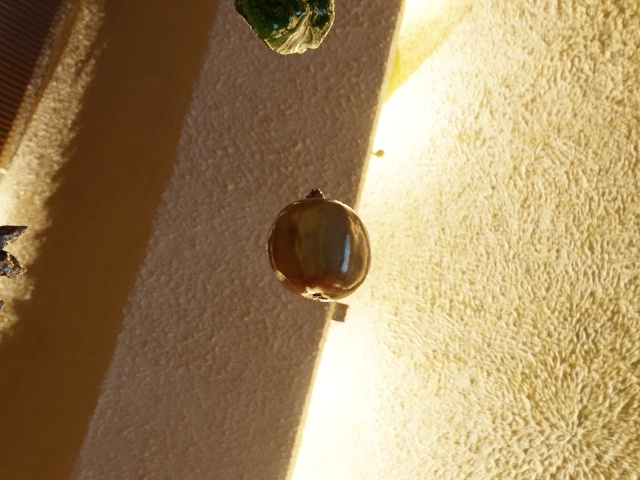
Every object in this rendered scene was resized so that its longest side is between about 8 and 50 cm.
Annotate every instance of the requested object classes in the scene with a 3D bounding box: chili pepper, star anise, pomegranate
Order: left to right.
[{"bbox_3d":[-0.633,0.030,1.065,0.230,0.262,0.081,-19,-152,-18],"label":"star anise"},{"bbox_3d":[-0.027,-0.245,0.615,0.074,0.100,0.257,-16,-155,12],"label":"chili pepper"},{"bbox_3d":[0.001,0.015,1.135,0.207,0.207,0.207,-7,-109,21],"label":"pomegranate"}]
